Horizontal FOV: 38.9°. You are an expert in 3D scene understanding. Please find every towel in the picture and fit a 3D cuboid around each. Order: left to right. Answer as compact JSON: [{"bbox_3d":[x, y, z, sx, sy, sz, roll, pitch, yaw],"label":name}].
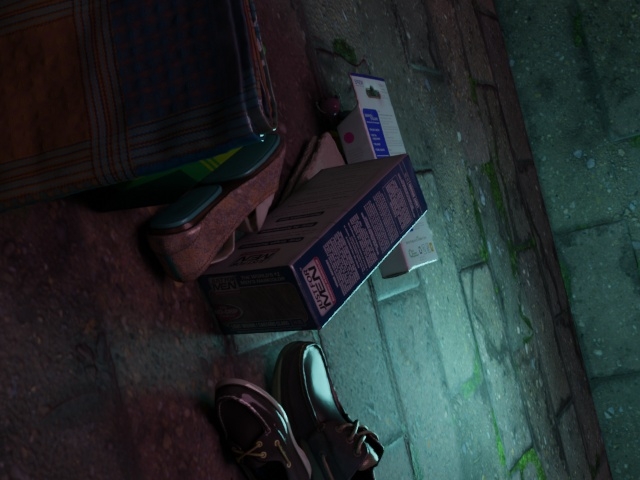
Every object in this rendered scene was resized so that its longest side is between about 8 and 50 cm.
[{"bbox_3d":[-0.233,-0.175,0.814,0.040,0.370,0.271,9,68,-73],"label":"towel"},{"bbox_3d":[0.002,-0.042,1.542,0.187,0.049,0.282,59,33,-26],"label":"towel"}]

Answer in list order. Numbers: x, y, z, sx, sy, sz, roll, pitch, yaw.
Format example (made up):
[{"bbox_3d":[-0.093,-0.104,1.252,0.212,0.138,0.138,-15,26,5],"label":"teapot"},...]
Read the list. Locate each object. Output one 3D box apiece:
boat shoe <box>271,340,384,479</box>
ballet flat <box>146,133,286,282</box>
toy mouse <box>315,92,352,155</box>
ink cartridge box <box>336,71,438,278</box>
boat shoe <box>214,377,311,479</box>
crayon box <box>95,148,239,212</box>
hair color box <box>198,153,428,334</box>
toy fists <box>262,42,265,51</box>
[{"bbox_3d":[0.031,0.315,1.332,0.132,0.130,0.355,-16,92,-63],"label":"boat shoe"},{"bbox_3d":[-0.132,-0.043,1.248,0.316,0.107,0.106,-47,128,-49],"label":"ballet flat"},{"bbox_3d":[0.040,-0.233,1.719,0.161,0.031,0.143,50,37,-40],"label":"toy mouse"},{"bbox_3d":[0.117,-0.122,1.676,0.176,0.069,0.371,-12,88,-65],"label":"ink cartridge box"},{"bbox_3d":[-0.077,0.276,1.202,0.228,0.081,0.069,60,27,-32],"label":"boat shoe"},{"bbox_3d":[-0.198,-0.240,0.981,0.106,0.313,0.363,-9,84,-24],"label":"crayon box"},{"bbox_3d":[0.000,0.000,1.315,0.347,0.174,0.105,-43,117,-46],"label":"hair color box"},{"bbox_3d":[-0.169,-0.268,1.276,0.279,0.096,0.142,-34,108,-63],"label":"toy fists"}]
